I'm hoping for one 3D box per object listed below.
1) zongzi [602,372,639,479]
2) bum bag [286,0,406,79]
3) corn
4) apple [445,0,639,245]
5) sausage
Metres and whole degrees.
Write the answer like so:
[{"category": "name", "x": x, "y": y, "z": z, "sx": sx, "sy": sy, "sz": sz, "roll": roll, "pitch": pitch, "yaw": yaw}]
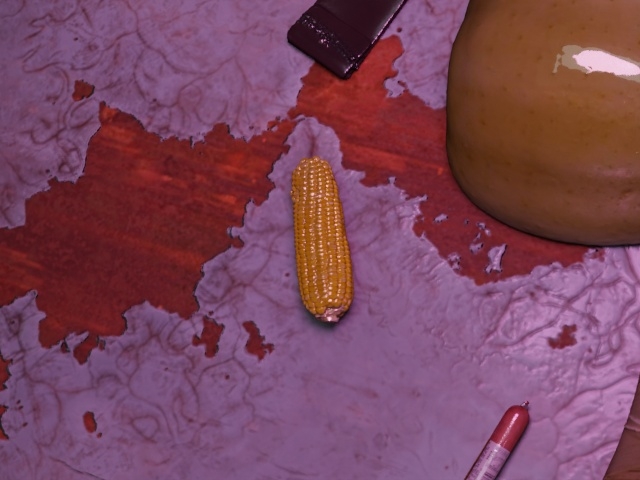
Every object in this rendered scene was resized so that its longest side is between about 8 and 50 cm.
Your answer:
[{"category": "zongzi", "x": 0.487, "y": 0.277, "z": 1.301, "sx": 0.447, "sy": 0.181, "sz": 0.418, "roll": 26, "pitch": 99, "yaw": 21}, {"category": "bum bag", "x": 0.039, "y": -0.291, "z": 1.686, "sx": 0.109, "sy": 0.026, "sz": 0.159, "roll": 35, "pitch": 88, "yaw": 25}, {"category": "corn", "x": 0.000, "y": 0.000, "z": 1.593, "sx": 0.067, "sy": 0.067, "sz": 0.206, "roll": -13, "pitch": 71, "yaw": 15}, {"category": "apple", "x": 0.334, "y": -0.186, "z": 1.519, "sx": 0.360, "sy": 0.311, "sz": 0.320, "roll": 13, "pitch": 124, "yaw": 24}, {"category": "sausage", "x": 0.171, "y": 0.273, "z": 1.473, "sx": 0.029, "sy": 0.029, "sz": 0.223, "roll": 31, "pitch": 86, "yaw": 24}]
